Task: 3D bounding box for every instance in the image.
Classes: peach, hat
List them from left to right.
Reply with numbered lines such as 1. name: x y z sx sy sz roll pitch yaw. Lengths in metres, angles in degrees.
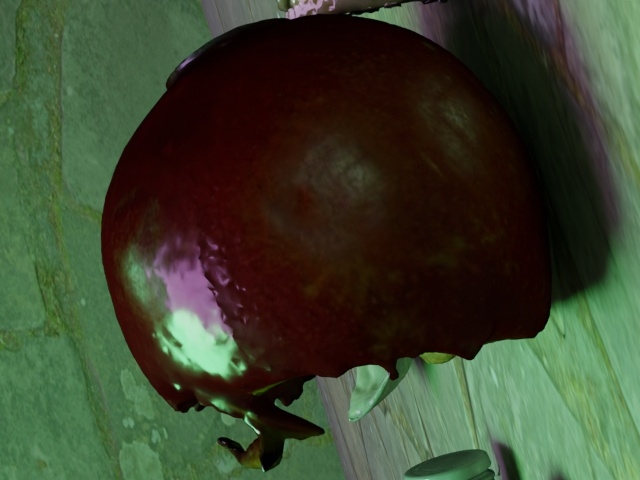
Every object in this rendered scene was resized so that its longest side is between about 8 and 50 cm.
1. peach: -0.007 -0.015 0.969 0.406 0.335 0.310 152 98 -86
2. hat: 0.077 0.103 1.618 0.226 0.164 0.220 -22 -83 -58

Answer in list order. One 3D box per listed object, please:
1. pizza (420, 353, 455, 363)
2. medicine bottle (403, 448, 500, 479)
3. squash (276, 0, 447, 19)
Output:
1. pizza: 0.109 0.057 1.325 0.182 0.062 0.161 -179 74 -83
2. medicine bottle: 0.158 0.333 1.282 0.135 0.135 0.215 167 86 -82
3. squash: 0.024 -0.308 0.974 0.169 0.093 0.252 -3 110 36
